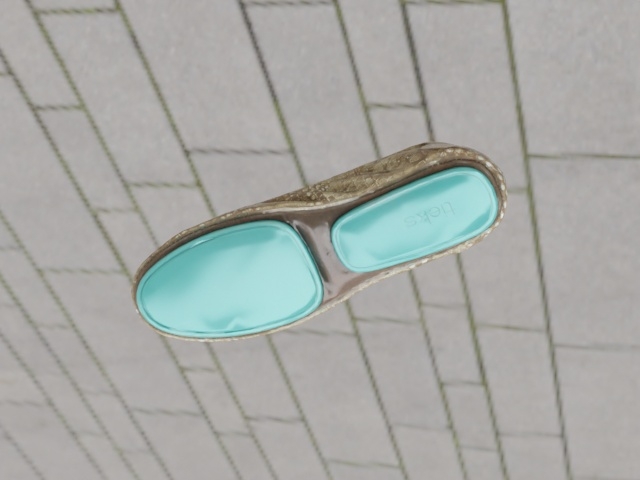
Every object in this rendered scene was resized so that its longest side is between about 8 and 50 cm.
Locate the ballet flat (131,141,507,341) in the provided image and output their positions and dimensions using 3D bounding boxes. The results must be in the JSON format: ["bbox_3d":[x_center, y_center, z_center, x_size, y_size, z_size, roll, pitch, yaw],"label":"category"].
[{"bbox_3d":[0.000,0.000,0.731,0.206,0.067,0.073,-16,107,7],"label":"ballet flat"}]
